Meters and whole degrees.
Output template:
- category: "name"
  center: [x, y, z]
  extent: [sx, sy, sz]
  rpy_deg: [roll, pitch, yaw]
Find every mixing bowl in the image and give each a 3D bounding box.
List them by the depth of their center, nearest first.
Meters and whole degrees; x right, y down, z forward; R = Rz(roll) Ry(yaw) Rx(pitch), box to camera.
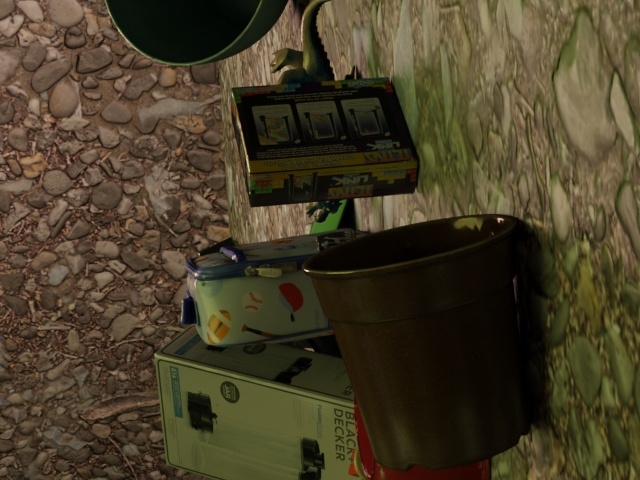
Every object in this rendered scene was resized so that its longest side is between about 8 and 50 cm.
- category: "mixing bowl"
  center: [0.087, 0.173, 1.296]
  extent: [0.181, 0.098, 0.181]
  rpy_deg: [173, 90, -81]

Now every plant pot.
- category: "plant pot"
  center: [0.084, 0.079, 1.071]
  extent: [0.167, 0.167, 0.165]
  rpy_deg: [-139, 36, -78]
- category: "plant pot"
  center: [-0.154, -0.403, 2.084]
  extent: [0.195, 0.290, 0.290]
  rpy_deg: [-8, -88, -63]

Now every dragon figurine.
- category: "dragon figurine"
  center: [0.007, -0.160, 1.640]
  extent: [0.085, 0.144, 0.289]
  rpy_deg: [-106, 31, -57]

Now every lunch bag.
- category: "lunch bag"
  center: [-0.045, 0.052, 1.613]
  extent: [0.303, 0.243, 0.115]
  rpy_deg: [-173, 76, -83]

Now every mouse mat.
- category: "mouse mat"
  center: [0.000, 0.000, 1.877]
  extent: [0.189, 0.007, 0.153]
  rpy_deg: [-138, 67, -80]

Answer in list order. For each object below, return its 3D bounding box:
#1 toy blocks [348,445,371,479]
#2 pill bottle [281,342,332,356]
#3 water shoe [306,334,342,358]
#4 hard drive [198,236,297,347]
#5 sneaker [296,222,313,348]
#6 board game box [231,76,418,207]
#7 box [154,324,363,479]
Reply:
- category: "toy blocks"
  center: [0.061, 0.277, 1.527]
  extent: [0.148, 0.054, 0.123]
  rpy_deg: [-27, 79, 63]
- category: "pill bottle"
  center: [-0.077, 0.183, 1.800]
  extent: [0.112, 0.186, 0.112]
  rpy_deg: [13, -90, -78]
- category: "water shoe"
  center: [0.006, 0.096, 1.868]
  extent: [0.073, 0.080, 0.203]
  rpy_deg: [122, 141, -77]
- category: "hard drive"
  center: [-0.058, 0.175, 1.987]
  extent: [0.237, 0.064, 0.339]
  rpy_deg: [61, -177, -74]
- category: "sneaker"
  center: [-0.017, 0.067, 2.005]
  extent: [0.071, 0.083, 0.191]
  rpy_deg: [105, 158, -73]
- category: "board game box"
  center: [0.001, -0.102, 1.421]
  extent: [0.048, 0.170, 0.141]
  rpy_deg: [94, 167, -45]
- category: "box"
  center: [-0.051, 0.215, 1.665]
  extent: [0.087, 0.290, 0.169]
  rpy_deg: [-38, -47, -52]
